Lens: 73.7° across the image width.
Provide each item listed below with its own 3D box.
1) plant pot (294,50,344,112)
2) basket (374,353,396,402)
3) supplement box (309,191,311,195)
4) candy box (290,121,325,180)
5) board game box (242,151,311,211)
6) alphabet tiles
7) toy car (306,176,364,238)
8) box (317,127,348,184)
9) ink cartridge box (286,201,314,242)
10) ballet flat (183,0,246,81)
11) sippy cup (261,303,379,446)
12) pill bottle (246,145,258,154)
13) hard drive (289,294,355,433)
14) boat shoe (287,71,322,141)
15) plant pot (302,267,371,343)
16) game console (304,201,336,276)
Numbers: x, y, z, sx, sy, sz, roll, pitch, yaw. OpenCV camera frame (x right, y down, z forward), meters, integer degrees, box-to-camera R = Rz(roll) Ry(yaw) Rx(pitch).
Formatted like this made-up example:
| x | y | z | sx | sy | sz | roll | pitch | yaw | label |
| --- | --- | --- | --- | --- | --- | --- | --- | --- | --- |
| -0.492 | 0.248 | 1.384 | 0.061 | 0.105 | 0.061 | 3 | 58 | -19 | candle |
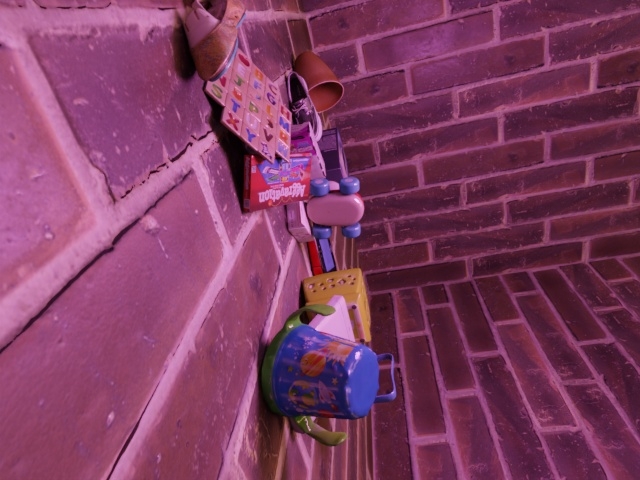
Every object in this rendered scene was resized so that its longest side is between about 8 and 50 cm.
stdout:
| x | y | z | sx | sy | sz | roll | pitch | yaw | label |
| --- | --- | --- | --- | --- | --- | --- | --- | --- | --- |
| -0.034 | -0.828 | 2.188 | 0.237 | 0.237 | 0.255 | 48 | 19 | -71 | plant pot |
| 0.116 | 0.489 | 1.478 | 0.255 | 0.288 | 0.201 | -62 | 141 | -75 | basket |
| -0.061 | -0.212 | 1.714 | 0.036 | 0.098 | 0.062 | -86 | 163 | -54 | supplement box |
| -0.083 | -0.301 | 1.506 | 0.233 | 0.159 | 0.071 | 66 | 19 | -58 | candy box |
| -0.112 | -0.169 | 1.186 | 0.281 | 0.027 | 0.145 | -21 | 121 | -56 | board game box |
| -0.176 | -0.363 | 1.129 | 0.285 | 0.011 | 0.343 | 37 | 37 | -37 | alphabet tiles |
| 0.058 | -0.159 | 1.621 | 0.238 | 0.210 | 0.219 | -85 | 171 | -58 | toy car |
| 0.048 | -0.373 | 2.251 | 0.296 | 0.182 | 0.294 | 65 | 20 | -55 | box |
| -0.078 | -0.077 | 1.582 | 0.198 | 0.067 | 0.116 | 58 | 24 | -68 | ink cartridge box |
| -0.246 | -0.480 | 0.962 | 0.123 | 0.123 | 0.349 | 70 | 15 | -45 | ballet flat |
| 0.014 | 0.328 | 1.042 | 0.306 | 0.223 | 0.240 | 61 | 43 | -34 | sippy cup |
| -0.150 | -0.209 | 1.229 | 0.169 | 0.094 | 0.094 | 70 | 14 | -47 | pill bottle |
| 0.001 | 0.354 | 1.275 | 0.353 | 0.047 | 0.233 | -41 | 123 | -50 | hard drive |
| -0.092 | -0.605 | 1.945 | 0.336 | 0.121 | 0.119 | 71 | 16 | 10 | boat shoe |
| 0.061 | 0.256 | 1.525 | 0.207 | 0.226 | 0.229 | -89 | 166 | -69 | plant pot |
| 0.000 | 0.000 | 1.968 | 0.386 | 0.060 | 0.343 | -7 | 88 | -81 | game console |
